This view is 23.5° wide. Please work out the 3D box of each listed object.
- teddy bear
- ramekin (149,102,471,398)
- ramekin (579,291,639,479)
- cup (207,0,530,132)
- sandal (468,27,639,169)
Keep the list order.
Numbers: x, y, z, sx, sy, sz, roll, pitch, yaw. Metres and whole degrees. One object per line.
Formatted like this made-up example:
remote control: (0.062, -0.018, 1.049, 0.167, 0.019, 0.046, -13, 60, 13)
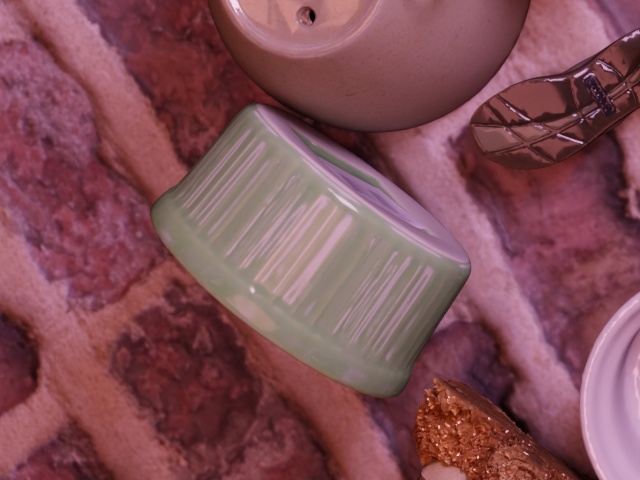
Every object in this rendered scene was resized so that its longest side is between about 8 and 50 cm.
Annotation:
teddy bear: (0.218, 0.272, 1.482, 0.338, 0.245, 0.113, 35, 96, 5)
ramekin: (0.000, 0.000, 1.484, 0.303, 0.303, 0.148, 39, 100, 10)
ramekin: (0.392, 0.150, 1.454, 0.277, 0.135, 0.277, 3, 98, 18)
cup: (0.018, -0.259, 1.465, 0.331, 0.237, 0.331, 3, 99, 19)
sandal: (0.251, -0.140, 1.503, 0.219, 0.060, 0.090, -32, 93, 6)
